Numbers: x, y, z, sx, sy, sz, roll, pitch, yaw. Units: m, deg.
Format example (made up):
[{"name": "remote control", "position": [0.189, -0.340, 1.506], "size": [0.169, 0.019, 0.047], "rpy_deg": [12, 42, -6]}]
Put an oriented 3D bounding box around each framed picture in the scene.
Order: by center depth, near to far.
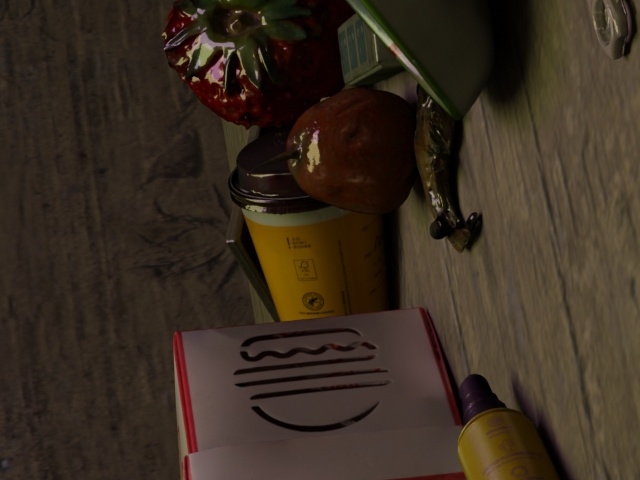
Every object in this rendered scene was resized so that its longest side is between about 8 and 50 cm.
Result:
[{"name": "framed picture", "position": [-0.047, -0.038, 2.425], "size": [0.240, 0.020, 0.324], "rpy_deg": [60, -151, -42]}]

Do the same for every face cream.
[{"name": "face cream", "position": [0.171, 0.211, 1.633], "size": [0.273, 0.078, 0.078], "rpy_deg": [-111, 16, -56]}]

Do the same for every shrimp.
[{"name": "shrimp", "position": [0.121, -0.078, 1.822], "size": [0.219, 0.046, 0.152], "rpy_deg": [87, 172, -49]}]

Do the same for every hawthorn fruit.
[{"name": "hawthorn fruit", "position": [0.026, -0.110, 2.031], "size": [0.149, 0.189, 0.149], "rpy_deg": [-54, 23, 35]}]

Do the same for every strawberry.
[{"name": "strawberry", "position": [-0.054, -0.262, 2.295], "size": [0.238, 0.250, 0.288], "rpy_deg": [58, -167, 11]}]

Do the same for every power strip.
[{"name": "power strip", "position": [0.062, -0.224, 2.071], "size": [0.272, 0.052, 0.078], "rpy_deg": [179, 84, -81]}]

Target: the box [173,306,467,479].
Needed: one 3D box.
[{"name": "box", "position": [-0.001, 0.289, 2.046], "size": [0.300, 0.314, 0.312], "rpy_deg": [-105, 11, -54]}]

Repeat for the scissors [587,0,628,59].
[{"name": "scissors", "position": [0.198, -0.198, 1.361], "size": [0.189, 0.015, 0.100], "rpy_deg": [-116, 22, -71]}]

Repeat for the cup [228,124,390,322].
[{"name": "cup", "position": [0.000, 0.000, 2.265], "size": [0.196, 0.196, 0.280], "rpy_deg": [-115, 11, -63]}]

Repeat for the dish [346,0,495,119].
[{"name": "dish", "position": [0.063, -0.268, 1.632], "size": [0.324, 0.124, 0.324], "rpy_deg": [49, -176, -4]}]
